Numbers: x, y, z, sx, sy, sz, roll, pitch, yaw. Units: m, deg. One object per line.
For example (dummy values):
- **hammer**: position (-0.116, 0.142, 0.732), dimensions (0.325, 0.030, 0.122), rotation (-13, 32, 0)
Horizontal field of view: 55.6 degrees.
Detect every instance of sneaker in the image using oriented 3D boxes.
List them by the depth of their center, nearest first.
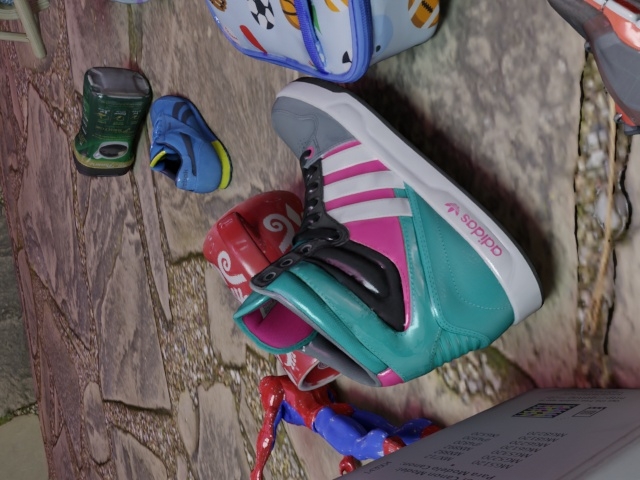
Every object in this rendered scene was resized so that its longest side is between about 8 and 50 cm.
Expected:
- **sneaker**: position (0.173, -0.091, 0.332), dimensions (0.158, 0.061, 0.065), rotation (56, 143, 31)
- **sneaker**: position (0.000, 0.000, 0.473), dimensions (0.295, 0.178, 0.124), rotation (48, 170, 36)
- **sneaker**: position (-0.196, -0.134, 0.803), dimensions (0.209, 0.082, 0.069), rotation (50, 136, 37)

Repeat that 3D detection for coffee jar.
- **coffee jar**: position (-0.337, -0.182, 0.969), dimensions (0.079, 0.096, 0.184), rotation (62, 139, 29)

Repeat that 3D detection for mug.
- **mug**: position (-0.038, 0.050, 0.577), dimensions (0.113, 0.150, 0.169), rotation (-50, 62, 29)

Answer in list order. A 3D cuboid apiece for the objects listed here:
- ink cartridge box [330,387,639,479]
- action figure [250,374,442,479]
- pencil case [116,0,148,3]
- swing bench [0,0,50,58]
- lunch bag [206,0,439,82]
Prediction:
- **ink cartridge box**: position (0.114, 0.260, 0.304), dimensions (0.130, 0.272, 0.309), rotation (-19, 82, 53)
- **action figure**: position (0.019, 0.209, 0.571), dimensions (0.280, 0.091, 0.139), rotation (13, 99, 52)
- **pencil case**: position (-0.315, -0.416, 0.873), dimensions (0.273, 0.113, 0.124), rotation (33, 135, 47)
- **swing bench**: position (-0.464, -0.434, 0.825), dimensions (0.255, 0.165, 0.253), rotation (-56, 46, 48)
- **lunch bag**: position (-0.024, -0.275, 0.433), dimensions (0.243, 0.115, 0.303), rotation (35, 149, 47)
